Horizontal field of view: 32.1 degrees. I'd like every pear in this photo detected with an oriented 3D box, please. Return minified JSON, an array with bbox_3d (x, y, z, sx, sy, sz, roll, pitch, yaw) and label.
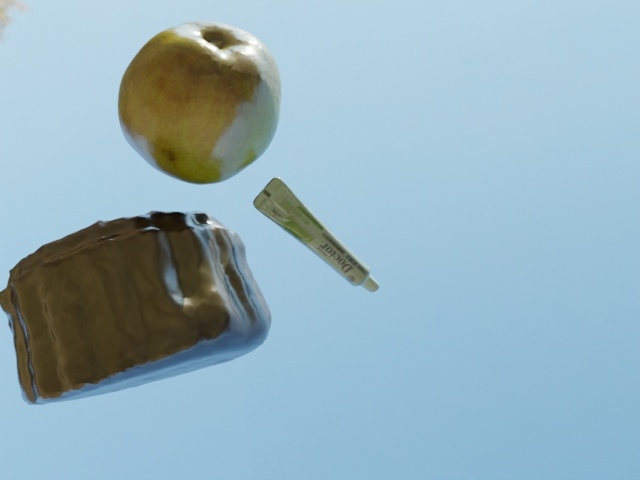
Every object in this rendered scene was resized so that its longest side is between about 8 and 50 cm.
[{"bbox_3d":[-0.137,-0.165,1.305,0.200,0.200,0.200,-10,-110,31],"label":"pear"}]

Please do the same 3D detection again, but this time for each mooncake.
[{"bbox_3d":[-0.230,0.084,1.374,0.324,0.324,0.187,-21,-100,27],"label":"mooncake"}]

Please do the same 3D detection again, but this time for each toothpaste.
[{"bbox_3d":[0.000,0.000,1.390,0.048,0.197,0.029,-47,-164,4],"label":"toothpaste"}]
